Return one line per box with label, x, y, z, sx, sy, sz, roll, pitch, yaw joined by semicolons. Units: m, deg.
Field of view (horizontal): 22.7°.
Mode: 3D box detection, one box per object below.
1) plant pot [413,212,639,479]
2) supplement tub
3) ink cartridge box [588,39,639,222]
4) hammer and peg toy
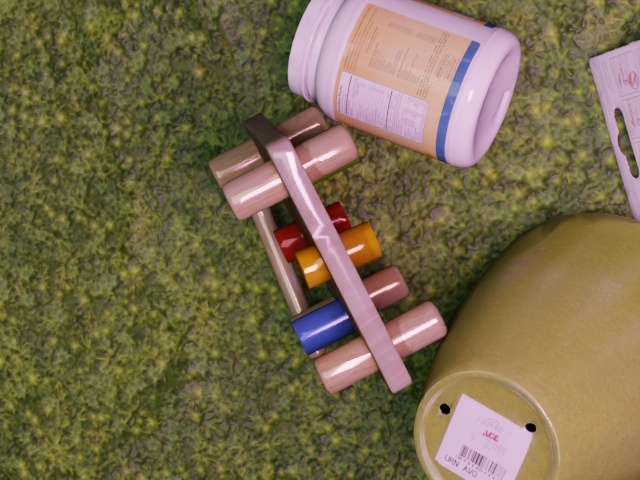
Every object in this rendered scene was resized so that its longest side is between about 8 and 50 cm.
plant pot;0.211;0.141;1.467;0.275;0.293;0.274;9;109;27
supplement tub;0.083;-0.169;1.579;0.200;0.144;0.144;22;104;17
ink cartridge box;0.349;-0.109;1.484;0.066;0.232;0.189;-16;91;-14
hammer and peg toy;0.000;0.000;1.557;0.127;0.361;0.266;-28;101;-2
